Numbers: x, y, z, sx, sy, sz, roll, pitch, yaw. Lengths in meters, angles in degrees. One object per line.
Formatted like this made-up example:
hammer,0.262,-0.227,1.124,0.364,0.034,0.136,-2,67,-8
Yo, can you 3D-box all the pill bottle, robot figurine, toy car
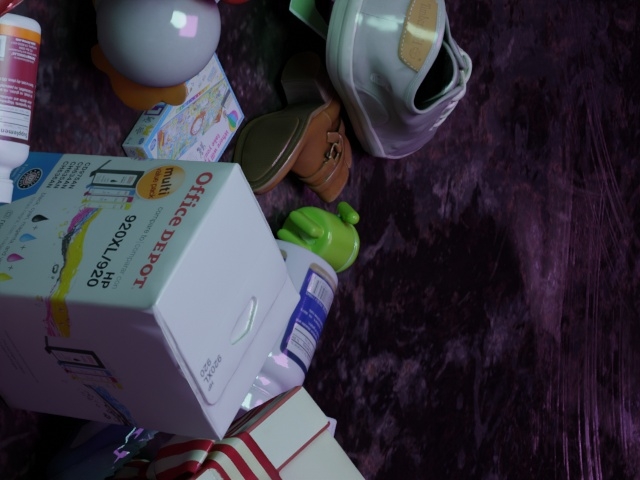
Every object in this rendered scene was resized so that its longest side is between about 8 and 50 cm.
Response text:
pill bottle,-0.061,0.103,1.833,0.112,0.112,0.186,55,48,-49
pill bottle,-0.278,-0.109,1.442,0.086,0.086,0.152,8,88,-61
robot figurine,0.000,0.000,1.970,0.101,0.067,0.115,-57,150,7
toy car,-0.157,-0.230,1.593,0.238,0.210,0.219,-66,173,23

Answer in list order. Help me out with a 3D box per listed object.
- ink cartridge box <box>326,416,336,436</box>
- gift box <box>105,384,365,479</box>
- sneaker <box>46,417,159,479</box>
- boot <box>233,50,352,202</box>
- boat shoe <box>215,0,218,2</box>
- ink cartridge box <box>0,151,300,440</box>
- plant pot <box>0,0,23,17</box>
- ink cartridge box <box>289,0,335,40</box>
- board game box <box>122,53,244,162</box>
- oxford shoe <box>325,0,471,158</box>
ink cartridge box,-0.067,0.248,1.935,0.179,0.045,0.145,21,76,-41
gift box,-0.080,0.289,1.626,0.258,0.255,0.276,53,45,-3
sneaker,-0.179,0.102,1.664,0.131,0.112,0.319,49,52,-14
boot,-0.019,-0.089,1.925,0.197,0.073,0.152,-62,147,-31
boat shoe,-0.095,-0.291,1.775,0.063,0.066,0.184,56,37,-47
ink cartridge box,-0.170,0.042,1.504,0.171,0.233,0.168,-62,144,-36
plant pot,-0.276,-0.256,1.329,0.174,0.191,0.191,-46,133,-61
ink cartridge box,0.012,-0.334,1.958,0.171,0.056,0.235,32,71,-57
board game box,-0.134,-0.109,1.757,0.154,0.026,0.103,-62,143,-36
oxford shoe,0.109,-0.183,2.006,0.449,0.130,0.169,42,58,-76
